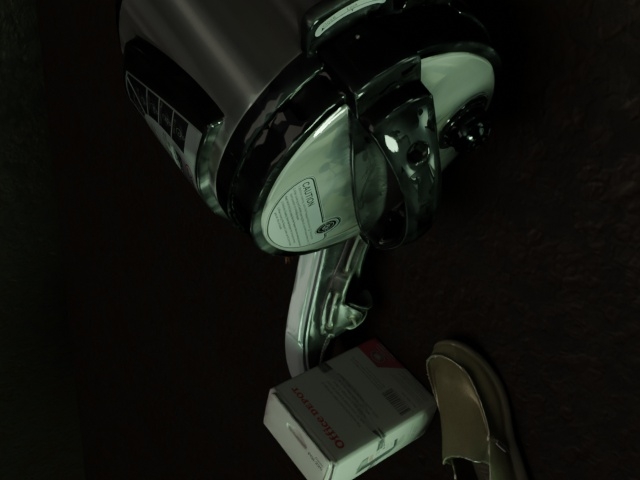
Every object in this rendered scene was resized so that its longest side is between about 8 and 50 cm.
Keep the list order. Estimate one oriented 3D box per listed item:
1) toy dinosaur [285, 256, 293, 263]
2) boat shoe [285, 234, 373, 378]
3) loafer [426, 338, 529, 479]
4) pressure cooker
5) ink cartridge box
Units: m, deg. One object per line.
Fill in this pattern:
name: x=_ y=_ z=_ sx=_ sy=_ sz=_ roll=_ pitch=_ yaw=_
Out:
toy dinosaur: x=0.000 y=0.000 z=1.209 sx=0.112 sy=0.064 sz=0.212 roll=3 pitch=116 yaw=22
boat shoe: x=0.022 y=0.092 z=1.139 sx=0.119 sy=0.121 sz=0.335 roll=13 pitch=117 yaw=12
loafer: x=0.211 y=0.269 z=1.009 sx=0.102 sy=0.092 sz=0.269 roll=-29 pitch=82 yaw=54
pressure cooker: x=0.001 y=-0.186 z=0.853 sx=0.375 sy=0.370 sz=0.420 roll=-49 pitch=66 yaw=32
ink cartridge box: x=0.045 y=0.265 z=1.117 sx=0.158 sy=0.218 sz=0.092 roll=44 pitch=136 yaw=32
